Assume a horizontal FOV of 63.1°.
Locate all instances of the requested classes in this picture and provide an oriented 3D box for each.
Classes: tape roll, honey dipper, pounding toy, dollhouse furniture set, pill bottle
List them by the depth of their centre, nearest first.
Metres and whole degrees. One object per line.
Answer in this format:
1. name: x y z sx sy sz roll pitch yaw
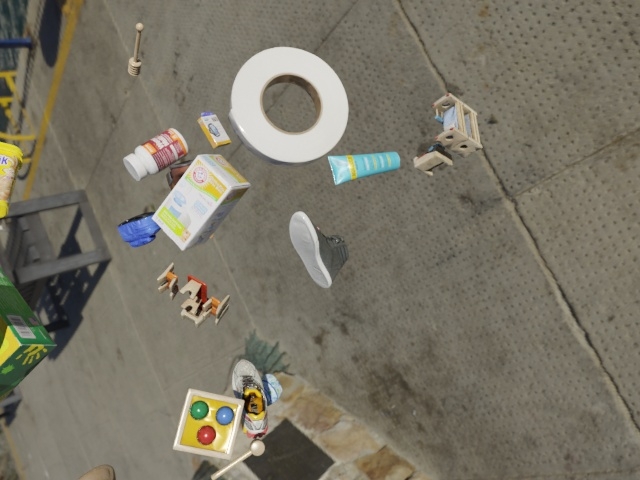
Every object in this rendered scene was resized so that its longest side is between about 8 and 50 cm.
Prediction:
1. pounding toy: -0.217 0.442 1.159 0.094 0.206 0.181 136 148 -68
2. honey dipper: -0.445 -0.465 1.265 0.030 0.030 0.161 60 146 12
3. dollhouse furniture set: 0.339 -0.297 1.488 0.183 0.129 0.129 -28 51 43
4. tape roll: -0.102 -0.432 1.692 0.392 0.392 0.072 69 162 1
5. pill bottle: -0.621 -0.323 1.973 0.121 0.221 0.121 37 150 26
6. dollhouse furniture set: -0.474 0.216 2.012 0.262 0.135 0.259 28 145 7

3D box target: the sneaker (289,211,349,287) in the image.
1. sneaker: 0.000 0.000 1.702 0.104 0.147 0.296 8 133 39

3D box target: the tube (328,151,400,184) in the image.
1. tube: 0.121 -0.208 1.449 0.052 0.207 0.080 -34 70 65

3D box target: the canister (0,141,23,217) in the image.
1. canister: -0.750 -0.140 1.168 0.073 0.126 0.170 -50 40 43

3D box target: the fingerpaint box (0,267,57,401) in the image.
1. fingerpaint box: -1.092 0.289 1.588 0.371 0.163 0.445 -46 73 0

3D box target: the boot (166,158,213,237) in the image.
1. boot: -0.457 -0.133 1.856 0.264 0.096 0.280 -19 94 56

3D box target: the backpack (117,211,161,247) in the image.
1. backpack: -0.586 -0.039 1.728 0.120 0.098 0.101 -22 107 9

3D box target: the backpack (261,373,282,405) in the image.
1. backpack: -0.200 0.540 1.855 0.114 0.084 0.105 -34 91 28

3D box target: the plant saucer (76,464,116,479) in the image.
1. plant saucer: -0.561 0.631 1.159 0.278 0.278 0.041 -19 115 49

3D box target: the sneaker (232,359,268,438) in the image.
1. sneaker: -0.183 0.410 1.405 0.225 0.088 0.093 -118 29 -46

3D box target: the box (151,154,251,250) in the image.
1. box: -0.279 -0.092 1.226 0.114 0.103 0.203 45 110 7

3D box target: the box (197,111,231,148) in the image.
1. box: -0.395 -0.409 1.925 0.028 0.081 0.136 -31 90 36
